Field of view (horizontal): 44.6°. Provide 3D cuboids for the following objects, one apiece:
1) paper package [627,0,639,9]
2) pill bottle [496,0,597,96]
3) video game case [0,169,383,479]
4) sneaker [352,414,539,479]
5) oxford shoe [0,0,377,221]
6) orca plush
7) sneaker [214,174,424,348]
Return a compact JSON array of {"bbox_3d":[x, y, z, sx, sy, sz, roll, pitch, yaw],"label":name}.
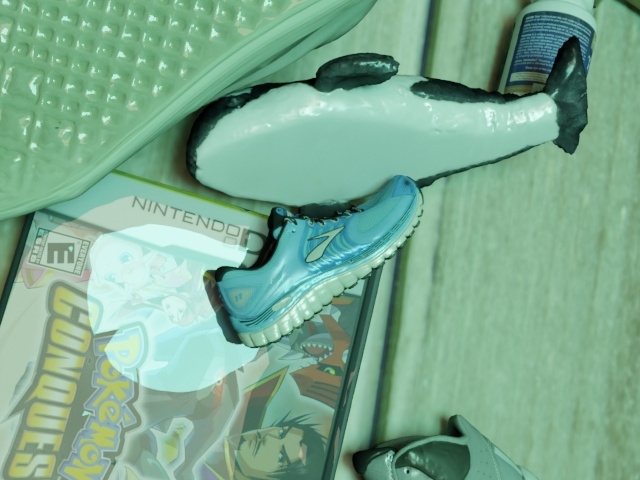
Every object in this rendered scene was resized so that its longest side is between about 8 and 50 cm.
[{"bbox_3d":[0.472,-0.233,0.615,0.325,0.309,0.168,28,76,-13],"label":"paper package"},{"bbox_3d":[0.186,-0.152,0.636,0.067,0.067,0.120,20,79,-16],"label":"pill bottle"},{"bbox_3d":[-0.100,0.105,0.531,0.248,0.035,0.275,17,80,-17],"label":"video game case"},{"bbox_3d":[0.052,0.218,0.556,0.132,0.086,0.229,47,62,-4],"label":"sneaker"},{"bbox_3d":[-0.128,-0.130,0.478,0.449,0.130,0.169,-27,96,2],"label":"oxford shoe"},{"bbox_3d":[0.044,-0.104,0.564,0.287,0.151,0.102,-18,52,0],"label":"orca plush"},{"bbox_3d":[0.000,0.000,0.522,0.162,0.063,0.073,-37,93,-17],"label":"sneaker"}]
